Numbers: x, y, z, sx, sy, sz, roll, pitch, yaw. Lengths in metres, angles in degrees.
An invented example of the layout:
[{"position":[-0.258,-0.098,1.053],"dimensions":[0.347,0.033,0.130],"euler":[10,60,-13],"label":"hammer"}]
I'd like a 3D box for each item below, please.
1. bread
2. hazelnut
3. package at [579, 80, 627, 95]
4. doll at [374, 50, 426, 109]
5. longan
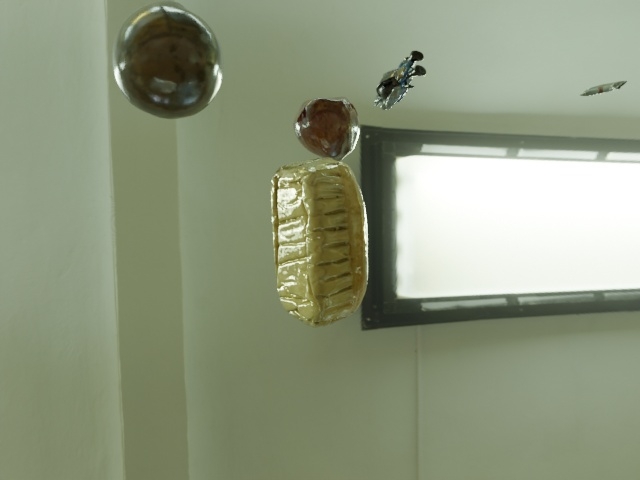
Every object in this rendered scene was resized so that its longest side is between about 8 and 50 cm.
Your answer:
[{"position":[0.000,0.000,0.878],"dimensions":[0.106,0.140,0.236],"euler":[-7,-82,-34],"label":"bread"},{"position":[0.014,-0.230,1.259],"dimensions":[0.143,0.154,0.143],"euler":[2,-76,10],"label":"hazelnut"},{"position":[0.663,-0.356,1.427],"dimensions":[0.037,0.110,0.015],"euler":[-34,-74,-20],"label":"package"},{"position":[0.176,-0.369,1.431],"dimensions":[0.070,0.195,0.096],"euler":[6,-109,-25],"label":"doll"},{"position":[-0.335,-0.398,1.343],"dimensions":[0.258,0.258,0.258],"euler":[-1,-88,-17],"label":"longan"}]
